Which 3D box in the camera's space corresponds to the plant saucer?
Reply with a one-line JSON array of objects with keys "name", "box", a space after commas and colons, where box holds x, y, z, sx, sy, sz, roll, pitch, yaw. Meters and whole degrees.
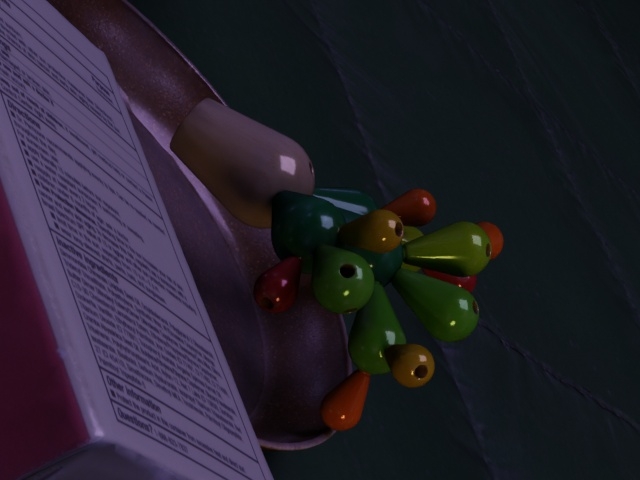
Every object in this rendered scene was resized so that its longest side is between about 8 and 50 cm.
[{"name": "plant saucer", "box": [-0.100, -0.019, 0.902, 0.310, 0.050, 0.310, 46, 22, -25]}]

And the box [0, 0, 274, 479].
[{"name": "box", "box": [-0.127, 0.020, 0.633, 0.148, 0.127, 0.232, 42, 20, -58]}]

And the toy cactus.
[{"name": "toy cactus", "box": [0.000, 0.000, 0.920, 0.180, 0.112, 0.219, 37, 21, 8]}]
